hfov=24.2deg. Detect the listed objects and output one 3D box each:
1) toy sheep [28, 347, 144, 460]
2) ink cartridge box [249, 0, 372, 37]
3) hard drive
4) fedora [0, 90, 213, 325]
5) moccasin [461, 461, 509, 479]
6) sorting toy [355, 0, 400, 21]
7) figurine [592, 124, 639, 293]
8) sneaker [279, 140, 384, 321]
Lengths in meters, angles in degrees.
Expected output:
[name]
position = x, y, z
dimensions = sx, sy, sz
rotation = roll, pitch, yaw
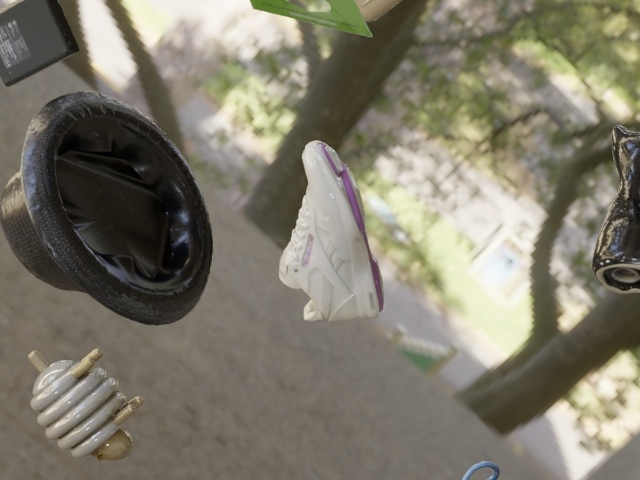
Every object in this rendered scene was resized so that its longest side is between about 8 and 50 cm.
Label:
[toy sheep]
position = -0.224, 0.152, 1.396
dimensions = 0.132, 0.091, 0.091
rotation = 51, 15, -1
[ink cartridge box]
position = -0.022, -0.362, 1.648
dimensions = 0.189, 0.097, 0.255
rotation = 6, 51, -44
[hard drive]
position = -0.380, -0.265, 1.940
dimensions = 0.022, 0.135, 0.094
rotation = -30, 99, -51
[fedora]
position = -0.293, -0.026, 1.933
dimensions = 0.334, 0.152, 0.334
rotation = 30, 50, -45
[moccasin]
position = 0.172, 0.267, 1.388
dimensions = 0.117, 0.137, 0.342
rotation = 42, -27, -10
[sorting toy]
position = 0.082, -0.487, 2.535
dimensions = 0.047, 0.348, 0.196
rotation = -41, 97, -35
[figurine]
position = 0.436, -0.051, 1.758
dimensions = 0.092, 0.215, 0.209
rotation = 47, 46, -54
[sneaker]
position = 0.000, 0.000, 2.216
dimensions = 0.114, 0.152, 0.305
rotation = -91, 168, -61
